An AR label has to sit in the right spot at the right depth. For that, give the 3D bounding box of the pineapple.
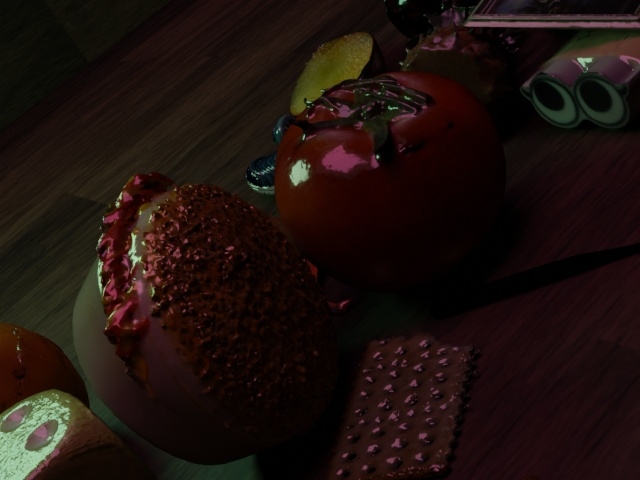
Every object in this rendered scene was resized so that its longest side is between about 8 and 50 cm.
[{"bbox_3d":[0.202,-0.256,1.461,0.165,0.166,0.364,-22,18,23],"label":"pineapple"}]

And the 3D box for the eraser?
[{"bbox_3d":[0.395,-0.251,1.264,0.290,0.087,0.171,-43,25,-22],"label":"eraser"}]

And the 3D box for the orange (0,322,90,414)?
[{"bbox_3d":[-0.387,0.212,1.209,0.240,0.240,0.240,-27,26,14],"label":"orange"}]

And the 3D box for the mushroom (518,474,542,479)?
[{"bbox_3d":[0.112,0.215,0.783,0.129,0.073,0.088,-43,-4,-25],"label":"mushroom"}]

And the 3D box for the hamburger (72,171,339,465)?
[{"bbox_3d":[-0.102,0.077,1.032,0.179,0.294,0.276,-38,32,28],"label":"hamburger"}]

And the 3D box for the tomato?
[{"bbox_3d":[0.074,-0.066,1.142,0.255,0.225,0.256,-14,28,8],"label":"tomato"}]

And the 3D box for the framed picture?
[{"bbox_3d":[0.337,-0.348,1.318,0.232,0.019,0.296,8,44,32],"label":"framed picture"}]

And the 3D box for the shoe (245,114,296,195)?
[{"bbox_3d":[-0.031,-0.139,1.551,0.207,0.106,0.091,-25,24,30],"label":"shoe"}]

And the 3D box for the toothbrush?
[{"bbox_3d":[0.230,0.027,1.033,0.275,0.025,0.019,-21,28,25],"label":"toothbrush"}]

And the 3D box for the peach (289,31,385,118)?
[{"bbox_3d":[0.031,-0.264,1.747,0.189,0.068,0.279,-35,26,15],"label":"peach"}]

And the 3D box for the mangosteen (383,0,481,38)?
[{"bbox_3d":[0.193,-0.411,1.729,0.183,0.173,0.172,-10,23,-11],"label":"mangosteen"}]

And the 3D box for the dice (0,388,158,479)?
[{"bbox_3d":[-0.259,0.260,1.022,0.166,0.169,0.169,-43,27,-22],"label":"dice"}]

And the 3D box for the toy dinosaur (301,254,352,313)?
[{"bbox_3d":[0.004,0.004,1.316,0.101,0.055,0.279,-43,26,2],"label":"toy dinosaur"}]

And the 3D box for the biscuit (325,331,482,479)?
[{"bbox_3d":[0.080,0.154,0.993,0.144,0.016,0.203,-17,30,31],"label":"biscuit"}]

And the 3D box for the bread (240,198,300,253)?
[{"bbox_3d":[-0.139,0.052,1.281,0.244,0.134,0.244,-34,21,15],"label":"bread"}]
